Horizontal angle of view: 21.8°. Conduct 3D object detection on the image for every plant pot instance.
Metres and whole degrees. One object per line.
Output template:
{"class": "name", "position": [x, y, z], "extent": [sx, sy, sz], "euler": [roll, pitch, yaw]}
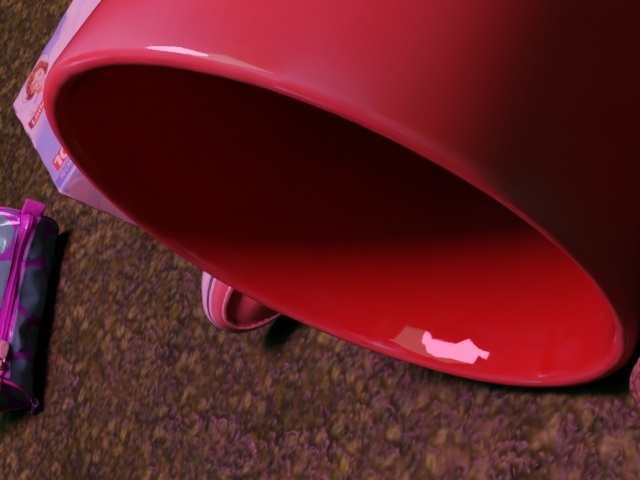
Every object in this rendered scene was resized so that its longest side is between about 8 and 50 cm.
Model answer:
{"class": "plant pot", "position": [0.051, -0.101, 0.746], "extent": [0.275, 0.275, 0.243], "euler": [-5, 55, 54]}

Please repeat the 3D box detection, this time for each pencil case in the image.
{"class": "pencil case", "position": [-0.229, 0.050, 1.202], "extent": [0.070, 0.064, 0.151], "euler": [134, 144, -55]}

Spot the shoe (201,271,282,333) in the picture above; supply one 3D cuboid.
{"class": "shoe", "position": [0.000, 0.000, 0.910], "extent": [0.178, 0.063, 0.081], "euler": [-48, 32, 18]}

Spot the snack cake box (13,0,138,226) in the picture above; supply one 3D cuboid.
{"class": "snack cake box", "position": [-0.094, -0.156, 1.121], "extent": [0.264, 0.089, 0.152], "euler": [-57, 35, 12]}

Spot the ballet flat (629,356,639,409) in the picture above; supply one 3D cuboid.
{"class": "ballet flat", "position": [0.208, -0.011, 0.630], "extent": [0.250, 0.058, 0.084], "euler": [-45, 39, 29]}
